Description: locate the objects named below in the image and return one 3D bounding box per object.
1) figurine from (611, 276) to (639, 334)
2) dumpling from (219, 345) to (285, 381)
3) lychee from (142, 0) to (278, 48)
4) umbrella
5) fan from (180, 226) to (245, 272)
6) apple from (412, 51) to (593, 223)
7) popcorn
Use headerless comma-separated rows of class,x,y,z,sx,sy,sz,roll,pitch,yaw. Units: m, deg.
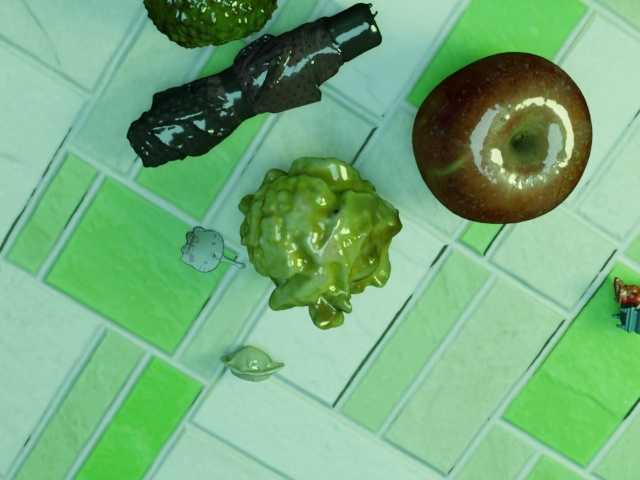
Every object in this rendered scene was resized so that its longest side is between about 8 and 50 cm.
figurine,0.431,0.081,1.370,0.140,0.068,0.075,-1,103,3
dumpling,-0.087,0.159,1.403,0.077,0.059,0.043,30,94,-11
lychee,-0.122,-0.295,1.222,0.171,0.171,0.171,0,106,1
umbrella,-0.075,-0.180,1.293,0.326,0.094,0.090,-25,60,9
fan,-0.132,0.017,1.391,0.083,0.004,0.055,21,104,-5
apple,0.204,-0.118,1.274,0.201,0.162,0.201,-2,103,-10
popcorn,-0.001,0.000,1.298,0.167,0.185,0.187,-30,113,27
